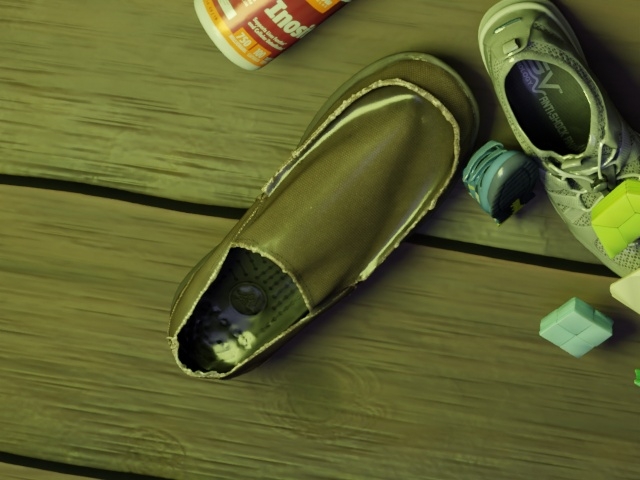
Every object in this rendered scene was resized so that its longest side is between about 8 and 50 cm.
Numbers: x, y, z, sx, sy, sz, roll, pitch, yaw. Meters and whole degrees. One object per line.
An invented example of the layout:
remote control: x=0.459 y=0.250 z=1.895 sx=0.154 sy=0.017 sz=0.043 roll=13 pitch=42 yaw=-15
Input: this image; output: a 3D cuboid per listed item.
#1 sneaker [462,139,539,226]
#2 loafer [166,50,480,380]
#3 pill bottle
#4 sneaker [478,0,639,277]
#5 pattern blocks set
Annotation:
sneaker: x=0.143 y=-0.052 z=1.624 sx=0.053 sy=0.144 sz=0.059 roll=-37 pitch=80 yaw=-5
loafer: x=0.000 y=0.000 z=1.669 sx=0.134 sy=0.130 sz=0.366 roll=37 pitch=113 yaw=-6
pill bottle: x=-0.022 y=-0.213 z=1.612 sx=0.152 sy=0.086 sz=0.086 roll=-36 pitch=102 yaw=21
sneaker: x=0.212 y=-0.063 z=1.612 sx=0.105 sy=0.115 sz=0.281 roll=-33 pitch=104 yaw=21
pattern blocks set: x=0.344 y=0.036 z=1.605 sx=0.285 sy=0.026 sz=0.325 roll=24 pitch=137 yaw=-14
